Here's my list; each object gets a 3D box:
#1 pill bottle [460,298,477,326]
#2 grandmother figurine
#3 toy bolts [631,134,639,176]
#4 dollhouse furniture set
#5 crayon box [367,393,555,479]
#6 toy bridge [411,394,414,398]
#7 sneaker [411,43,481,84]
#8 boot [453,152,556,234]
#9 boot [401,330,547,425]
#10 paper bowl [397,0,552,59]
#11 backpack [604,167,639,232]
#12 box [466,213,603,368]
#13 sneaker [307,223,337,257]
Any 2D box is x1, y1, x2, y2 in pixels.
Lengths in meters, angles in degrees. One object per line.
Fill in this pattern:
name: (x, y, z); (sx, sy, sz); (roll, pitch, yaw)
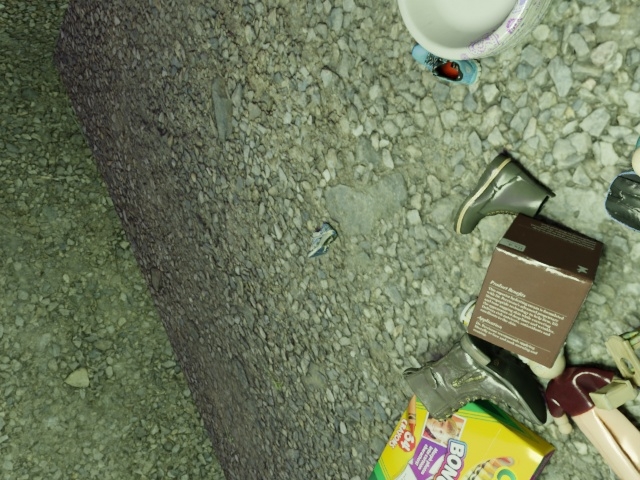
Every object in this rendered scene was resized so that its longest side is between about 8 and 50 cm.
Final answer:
pill bottle: (0.374, 0.187, 1.230); (0.116, 0.065, 0.065); (38, 132, 34)
grandmother figurine: (0.524, 0.323, 1.088); (0.342, 0.104, 0.208); (52, 129, 18)
toy bolts: (0.551, -0.166, 0.775); (0.229, 0.158, 0.218); (-15, 103, 52)
dollhouse furniture set: (0.540, 0.191, 0.898); (0.101, 0.182, 0.161); (64, 170, 8)
crayon box: (0.313, 0.544, 1.314); (0.313, 0.106, 0.362); (34, 104, 38)
toy bridge: (0.266, 0.408, 1.453); (0.026, 0.063, 0.188); (33, 127, 38)
sneaker: (0.247, -0.367, 1.135); (0.162, 0.073, 0.063); (38, 132, 34)
boot: (0.367, -0.058, 1.132); (0.137, 0.077, 0.197); (43, 135, 23)
boot: (0.333, 0.337, 1.224); (0.263, 0.091, 0.229); (47, 125, 14)
paper bowl: (0.286, -0.472, 0.986); (0.284, 0.148, 0.284); (22, 121, 43)
backpack: (0.538, -0.066, 0.911); (0.114, 0.084, 0.105); (31, 129, 34)
box: (0.401, 0.091, 1.046); (0.169, 0.167, 0.203); (24, 124, 22)
sneaker: (0.000, 0.000, 1.614); (0.135, 0.052, 0.058); (-49, 58, 40)
